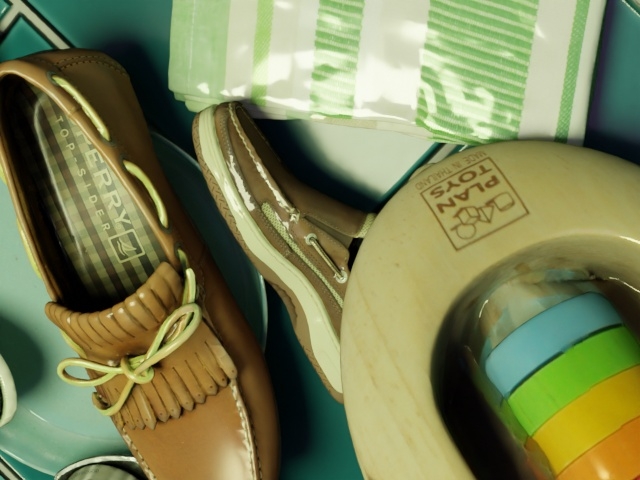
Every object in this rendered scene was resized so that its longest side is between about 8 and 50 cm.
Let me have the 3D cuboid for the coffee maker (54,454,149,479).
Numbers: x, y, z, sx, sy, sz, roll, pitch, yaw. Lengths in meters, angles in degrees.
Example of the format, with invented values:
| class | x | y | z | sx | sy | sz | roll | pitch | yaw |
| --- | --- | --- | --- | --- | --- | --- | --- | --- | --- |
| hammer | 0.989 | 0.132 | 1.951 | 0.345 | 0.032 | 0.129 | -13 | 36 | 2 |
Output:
| class | x | y | z | sx | sy | sz | roll | pitch | yaw |
| --- | --- | --- | --- | --- | --- | --- | --- | --- | --- |
| coffee maker | -0.168 | 0.286 | 0.870 | 0.171 | 0.178 | 0.120 | 43 | 120 | -13 |

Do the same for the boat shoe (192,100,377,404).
| class | x | y | z | sx | sy | sz | roll | pitch | yaw |
| --- | --- | --- | --- | --- | --- | --- | --- | --- | --- |
| boat shoe | 0.001 | -0.003 | 0.843 | 0.095 | 0.095 | 0.257 | -26 | 106 | 14 |

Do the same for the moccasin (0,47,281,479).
| class | x | y | z | sx | sy | sz | roll | pitch | yaw |
| --- | --- | --- | --- | --- | --- | --- | --- | --- | --- |
| moccasin | -0.136 | 0.042 | 0.807 | 0.139 | 0.147 | 0.380 | -15 | 98 | 16 |

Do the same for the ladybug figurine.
| class | x | y | z | sx | sy | sz | roll | pitch | yaw |
| --- | --- | --- | --- | --- | --- | --- | --- | --- | --- |
| ladybug figurine | 0.185 | 0.129 | 0.728 | 0.305 | 0.162 | 0.449 | -27 | 63 | 0 |

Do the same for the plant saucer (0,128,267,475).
| class | x | y | z | sx | sy | sz | roll | pitch | yaw |
| --- | --- | --- | --- | --- | --- | --- | --- | --- | --- |
| plant saucer | -0.192 | 0.048 | 0.921 | 0.318 | 0.044 | 0.317 | 3 | 102 | 13 |

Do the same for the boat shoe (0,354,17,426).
| class | x | y | z | sx | sy | sz | roll | pitch | yaw |
| --- | --- | --- | --- | --- | --- | --- | --- | --- | --- |
| boat shoe | -0.398 | 0.105 | 0.920 | 0.319 | 0.099 | 0.116 | 15 | 114 | 24 |

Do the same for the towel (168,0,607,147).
| class | x | y | z | sx | sy | sz | roll | pitch | yaw |
| --- | --- | --- | --- | --- | --- | --- | --- | --- | --- |
| towel | 0.049 | -0.199 | 0.815 | 0.325 | 0.038 | 0.247 | 10 | 103 | 13 |
